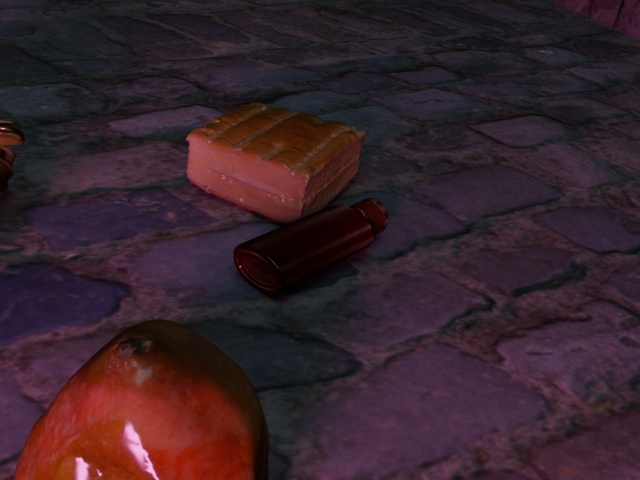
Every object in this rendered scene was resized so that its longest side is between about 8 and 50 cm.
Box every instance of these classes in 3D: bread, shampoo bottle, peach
[{"bbox_3d":[-0.074,-0.148,1.249,0.239,0.111,0.246,22,34,19],"label":"bread"},{"bbox_3d":[0.000,0.000,1.079,0.102,0.064,0.260,28,37,34],"label":"shampoo bottle"},{"bbox_3d":[-0.146,0.179,0.611,0.214,0.235,0.214,2,24,-1],"label":"peach"}]

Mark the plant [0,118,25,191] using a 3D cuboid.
[{"bbox_3d":[-0.604,-0.160,1.023,0.297,0.306,0.261,-36,73,-10],"label":"plant"}]
